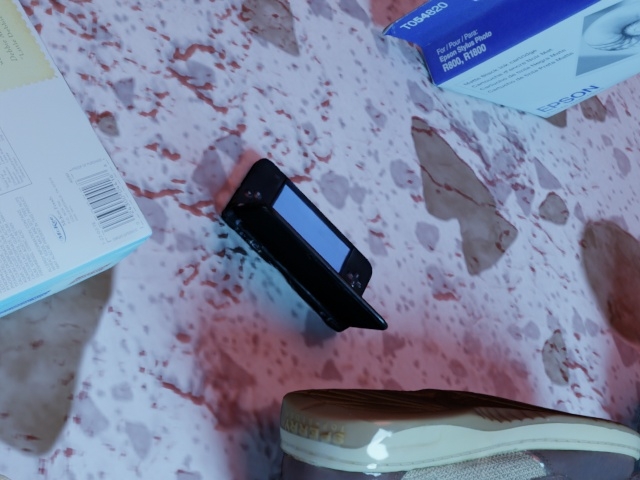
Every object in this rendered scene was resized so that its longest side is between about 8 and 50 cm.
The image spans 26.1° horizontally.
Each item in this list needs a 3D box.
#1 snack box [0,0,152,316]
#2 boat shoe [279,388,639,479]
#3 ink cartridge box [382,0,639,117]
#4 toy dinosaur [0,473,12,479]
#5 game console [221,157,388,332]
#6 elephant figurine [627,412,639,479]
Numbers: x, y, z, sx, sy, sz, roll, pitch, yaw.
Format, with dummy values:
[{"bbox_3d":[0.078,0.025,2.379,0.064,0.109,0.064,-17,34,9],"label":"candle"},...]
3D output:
[{"bbox_3d":[-0.247,-0.103,0.763,0.187,0.060,0.322,-27,86,-51],"label":"snack box"},{"bbox_3d":[0.098,0.169,0.929,0.342,0.123,0.123,9,89,-49],"label":"boat shoe"},{"bbox_3d":[0.206,-0.180,1.166,0.224,0.223,0.045,10,65,-43],"label":"ink cartridge box"},{"bbox_3d":[-0.241,0.125,0.642,0.183,0.053,0.092,-31,105,-44],"label":"toy dinosaur"},{"bbox_3d":[0.000,0.000,0.949,0.122,0.071,0.107,46,40,-15],"label":"game console"},{"bbox_3d":[0.337,0.161,1.151,0.239,0.169,0.186,26,17,-13],"label":"elephant figurine"}]
